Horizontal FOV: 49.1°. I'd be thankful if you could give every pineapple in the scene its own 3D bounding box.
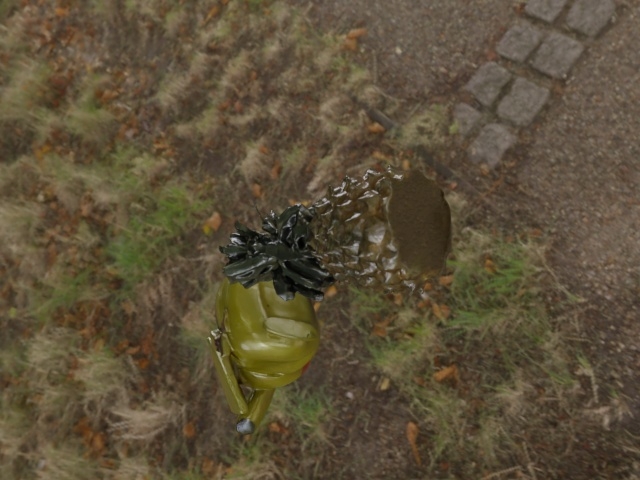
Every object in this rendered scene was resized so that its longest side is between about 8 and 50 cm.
[{"bbox_3d":[0.000,0.000,0.419,0.159,0.074,0.074,-11,59,46],"label":"pineapple"}]

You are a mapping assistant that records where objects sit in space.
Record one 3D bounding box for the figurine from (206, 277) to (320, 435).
[{"bbox_3d":[-0.089,0.158,1.086,0.169,0.326,0.218,-7,62,-7],"label":"figurine"}]
